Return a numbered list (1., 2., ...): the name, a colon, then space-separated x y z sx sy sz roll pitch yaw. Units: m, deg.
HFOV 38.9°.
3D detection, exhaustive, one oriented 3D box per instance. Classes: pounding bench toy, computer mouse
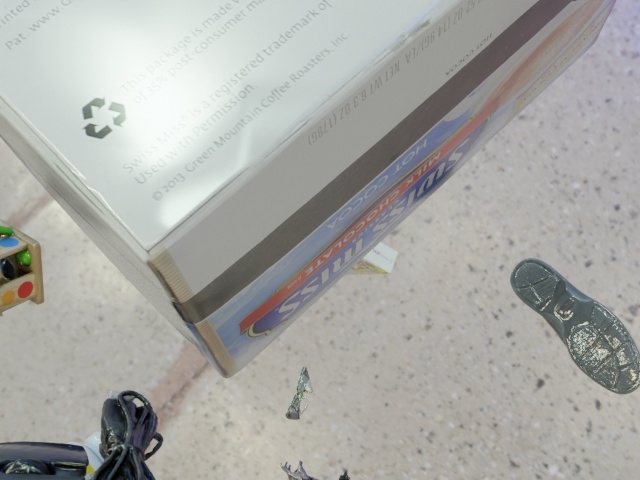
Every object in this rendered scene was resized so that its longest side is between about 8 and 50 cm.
1. pounding bench toy: -0.236 0.010 0.649 0.052 0.083 0.065 26 36 30
2. computer mouse: -0.265 0.198 0.725 0.272 0.072 0.188 -20 21 -3

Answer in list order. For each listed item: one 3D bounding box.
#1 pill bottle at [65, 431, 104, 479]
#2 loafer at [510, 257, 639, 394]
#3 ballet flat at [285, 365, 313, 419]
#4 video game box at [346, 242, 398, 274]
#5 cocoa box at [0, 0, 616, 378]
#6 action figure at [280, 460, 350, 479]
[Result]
1. pill bottle: -0.393 0.374 1.387 0.103 0.103 0.184 7 30 38
2. loafer: 0.468 0.149 1.623 0.109 0.095 0.302 -46 61 12
3. ballet flat: -0.037 0.319 1.876 0.041 0.041 0.114 5 66 37
4. video game box: 0.000 0.000 1.508 0.205 0.187 0.048 -5 57 61
5. cocoa box: -0.013 -0.136 0.505 0.347 0.228 0.231 -42 73 -12
6. action figure: -0.044 0.483 1.661 0.141 0.275 0.164 41 123 24
